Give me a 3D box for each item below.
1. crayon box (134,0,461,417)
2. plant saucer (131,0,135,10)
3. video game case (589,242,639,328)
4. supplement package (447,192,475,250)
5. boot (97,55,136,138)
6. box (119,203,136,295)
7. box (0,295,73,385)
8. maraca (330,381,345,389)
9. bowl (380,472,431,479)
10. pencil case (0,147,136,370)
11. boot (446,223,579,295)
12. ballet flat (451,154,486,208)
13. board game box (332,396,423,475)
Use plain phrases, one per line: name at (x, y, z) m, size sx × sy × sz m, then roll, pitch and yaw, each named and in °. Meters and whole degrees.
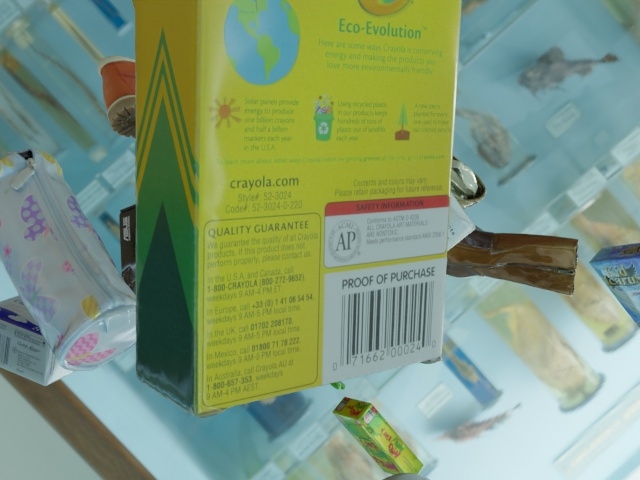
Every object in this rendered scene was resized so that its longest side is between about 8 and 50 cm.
crayon box at (-0.009, -0.071, 0.520) m, size 0.202 × 0.318 × 0.081 m, roll -5°, pitch -168°, yaw -38°
plant saucer at (-0.184, -0.478, 1.543) m, size 0.333 × 0.332 × 0.081 m, roll -20°, pitch -155°, yaw -10°
video game case at (0.769, 0.114, 1.862) m, size 0.061 × 0.244 × 0.269 m, roll -42°, pitch -171°, yaw -20°
supplement package at (0.000, 0.000, 0.831) m, size 0.203 × 0.149 × 0.194 m, roll -36°, pitch -176°, yaw -22°
boot at (-0.160, -0.145, 0.867) m, size 0.059 × 0.084 × 0.158 m, roll -41°, pitch 152°, yaw 25°
box at (-0.179, 0.031, 1.080) m, size 0.147 × 0.180 × 0.077 m, roll -17°, pitch 158°, yaw 29°
box at (-0.375, 0.126, 1.135) m, size 0.137 × 0.126 × 0.072 m, roll -25°, pitch 130°, yaw -67°
maraca at (-0.014, 0.250, 1.699) m, size 0.099 × 0.127 × 0.186 m, roll -58°, pitch -152°, yaw 4°
bowl at (0.196, 0.502, 1.400) m, size 0.134 × 0.298 × 0.298 m, roll -41°, pitch -175°, yaw 14°
pencil case at (-0.304, 0.019, 0.974) m, size 0.113 × 0.273 × 0.124 m, roll -5°, pitch 142°, yaw -50°
boot at (0.289, -0.001, 1.407) m, size 0.280 × 0.264 × 0.096 m, roll 11°, pitch -127°, yaw 27°
ballet flat at (0.172, -0.119, 1.227) m, size 0.067 × 0.206 × 0.073 m, roll -6°, pitch -125°, yaw 54°
board game box at (0.111, 0.383, 1.611) m, size 0.043 × 0.181 × 0.092 m, roll -48°, pitch -158°, yaw -24°
